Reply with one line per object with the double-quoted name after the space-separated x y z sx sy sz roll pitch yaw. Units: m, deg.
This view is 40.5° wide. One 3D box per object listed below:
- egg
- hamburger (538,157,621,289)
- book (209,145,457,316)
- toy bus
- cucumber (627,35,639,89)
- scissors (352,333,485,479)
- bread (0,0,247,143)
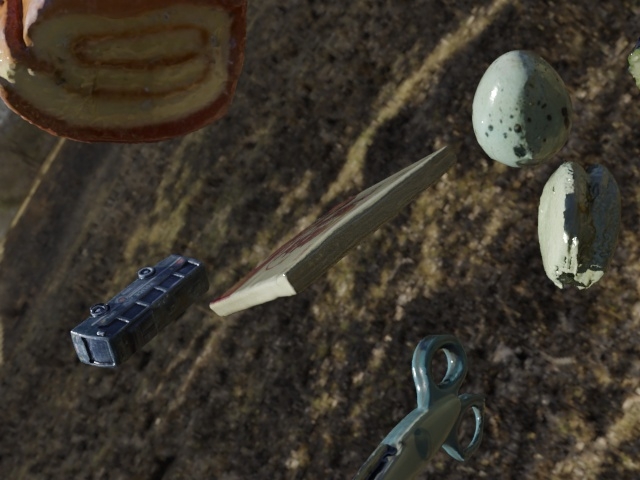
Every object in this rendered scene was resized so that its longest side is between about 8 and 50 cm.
0.258 -0.168 1.117 0.131 0.164 0.131 -10 54 15 "egg"
0.262 -0.016 0.892 0.140 0.063 0.133 89 -173 -81 "hamburger"
0.000 0.000 0.701 0.162 0.022 0.232 -39 5 -21 "book"
-0.191 0.074 0.941 0.065 0.047 0.166 9 34 31 "toy bus"
0.335 -0.232 0.669 0.300 0.072 0.072 -56 17 -9 "cucumber"
0.091 0.197 0.851 0.041 0.138 0.289 -16 10 36 "scissors"
-0.177 -0.183 0.757 0.190 0.244 0.123 97 155 -48 "bread"
